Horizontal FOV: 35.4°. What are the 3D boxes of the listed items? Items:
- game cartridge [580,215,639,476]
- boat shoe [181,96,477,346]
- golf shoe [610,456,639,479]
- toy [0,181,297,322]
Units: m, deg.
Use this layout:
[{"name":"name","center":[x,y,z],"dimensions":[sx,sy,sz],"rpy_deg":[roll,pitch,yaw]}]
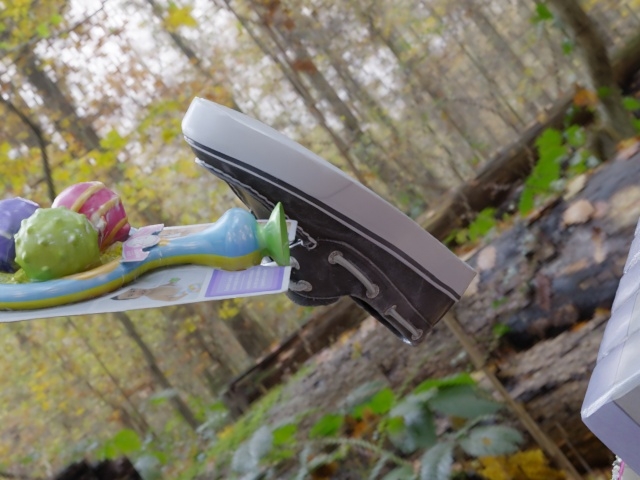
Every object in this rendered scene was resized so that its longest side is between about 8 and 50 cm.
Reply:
[{"name":"game cartridge","center":[0.264,0.125,0.416],"dimensions":[0.068,0.355,0.230],"rpy_deg":[-47,0,39]},{"name":"boat shoe","center":[0.000,0.000,0.755],"dimensions":[0.301,0.108,0.102],"rpy_deg":[32,-88,-44]},{"name":"golf shoe","center":[0.400,0.192,1.071],"dimensions":[0.306,0.140,0.115],"rpy_deg":[83,-150,-49]},{"name":"toy","center":[-0.135,-0.002,0.584],"dimensions":[0.237,0.056,0.137],"rpy_deg":[-2,18,2]}]
